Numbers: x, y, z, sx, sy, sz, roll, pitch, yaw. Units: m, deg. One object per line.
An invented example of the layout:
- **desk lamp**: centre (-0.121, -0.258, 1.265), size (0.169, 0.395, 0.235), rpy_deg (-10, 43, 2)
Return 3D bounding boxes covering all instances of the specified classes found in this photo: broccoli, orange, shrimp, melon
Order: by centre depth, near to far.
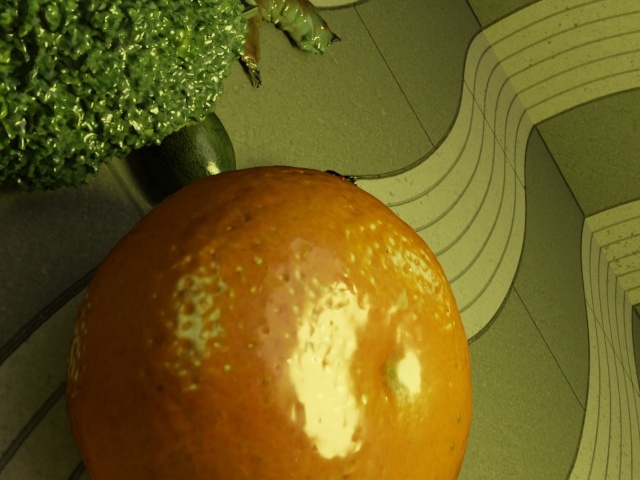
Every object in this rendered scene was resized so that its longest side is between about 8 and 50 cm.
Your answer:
- **orange**: centre (-0.048, 0.136, 0.716), size (0.424, 0.326, 0.424), rpy_deg (9, 77, -41)
- **broccoli**: centre (-0.227, -0.202, 0.753), size (0.249, 0.302, 0.375), rpy_deg (36, 79, -29)
- **melon**: centre (-0.171, -0.117, 0.911), size (0.114, 0.114, 0.167), rpy_deg (-12, 78, -57)
- **shrimp**: centre (-0.082, -0.398, 1.283), size (0.185, 0.068, 0.287), rpy_deg (56, 35, -8)

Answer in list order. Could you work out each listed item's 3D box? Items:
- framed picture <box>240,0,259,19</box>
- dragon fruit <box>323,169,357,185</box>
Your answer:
- **framed picture**: centre (-0.205, -0.448, 1.114), size (0.252, 0.014, 0.197), rpy_deg (53, 32, -12)
- **dragon fruit**: centre (-0.002, -0.008, 1.030), size (0.182, 0.182, 0.188), rpy_deg (24, 31, -46)
